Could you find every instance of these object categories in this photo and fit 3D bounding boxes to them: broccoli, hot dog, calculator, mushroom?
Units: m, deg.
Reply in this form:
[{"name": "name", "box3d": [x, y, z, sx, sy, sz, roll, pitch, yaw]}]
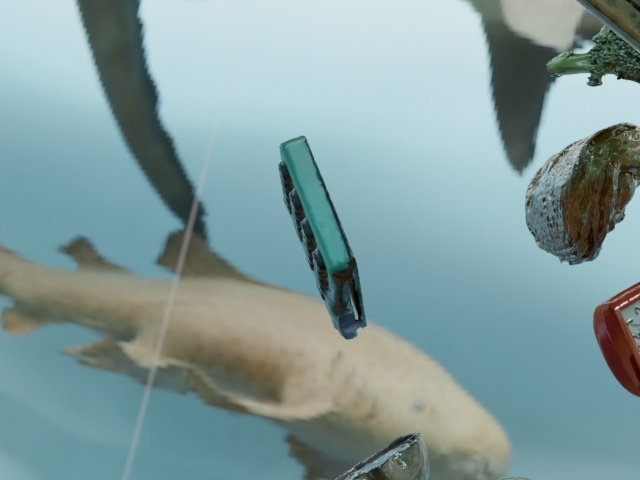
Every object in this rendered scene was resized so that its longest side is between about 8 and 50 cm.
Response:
[{"name": "broccoli", "box3d": [0.431, -0.284, 2.314, 0.118, 0.123, 0.204, 11, -10, -35]}, {"name": "hot dog", "box3d": [0.359, -0.069, 1.958, 0.122, 0.196, 0.272, 36, -10, -3]}, {"name": "calculator", "box3d": [0.000, 0.000, 2.195, 0.058, 0.248, 0.274, -20, -22, -5]}, {"name": "mushroom", "box3d": [0.107, 0.387, 2.371, 0.141, 0.188, 0.117, -12, -73, 53]}]

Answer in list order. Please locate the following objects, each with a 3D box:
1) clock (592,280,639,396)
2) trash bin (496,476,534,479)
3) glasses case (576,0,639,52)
[{"name": "clock", "box3d": [0.375, 0.091, 1.623, 0.155, 0.113, 0.061, -26, 3, -28]}, {"name": "trash bin", "box3d": [0.136, 0.345, 1.424, 0.121, 0.243, 0.247, 38, -13, 13]}, {"name": "glasses case", "box3d": [0.387, -0.281, 1.756, 0.425, 0.098, 0.156, 42, 24, 10]}]
